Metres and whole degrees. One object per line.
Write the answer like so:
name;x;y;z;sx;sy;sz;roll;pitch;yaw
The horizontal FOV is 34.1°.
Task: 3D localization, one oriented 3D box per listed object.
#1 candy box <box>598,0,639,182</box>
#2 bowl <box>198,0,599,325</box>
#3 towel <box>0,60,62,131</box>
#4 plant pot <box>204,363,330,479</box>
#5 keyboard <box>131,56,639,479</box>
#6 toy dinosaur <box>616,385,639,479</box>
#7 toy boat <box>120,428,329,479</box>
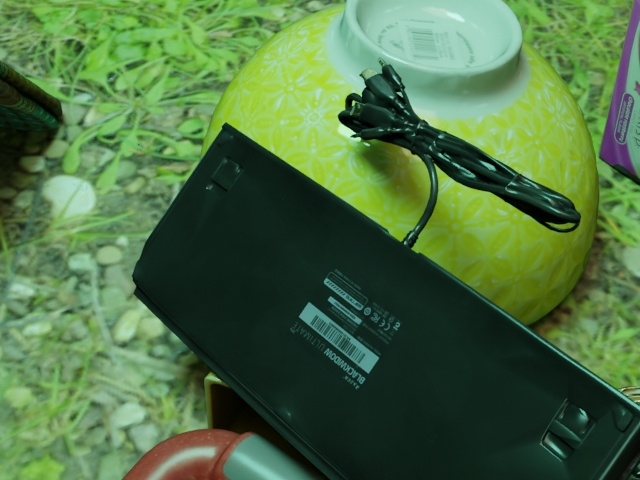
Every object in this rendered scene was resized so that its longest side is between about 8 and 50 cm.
candy box;0.322;-0.156;0.789;0.233;0.159;0.071;-33;55;-25
bowl;0.064;-0.086;0.710;0.290;0.156;0.289;5;44;-5
towel;-0.400;-0.124;0.732;0.370;0.271;0.040;5;87;4
plant pot;-0.016;0.092;0.639;0.082;0.081;0.083;15;44;13
keyboard;0.038;0.022;0.558;0.317;0.033;0.201;37;94;35
toy dinosaur;0.185;0.157;0.565;0.322;0.164;0.218;-12;32;20
toy boat;-0.081;0.180;0.515;0.151;0.151;0.231;28;55;23
